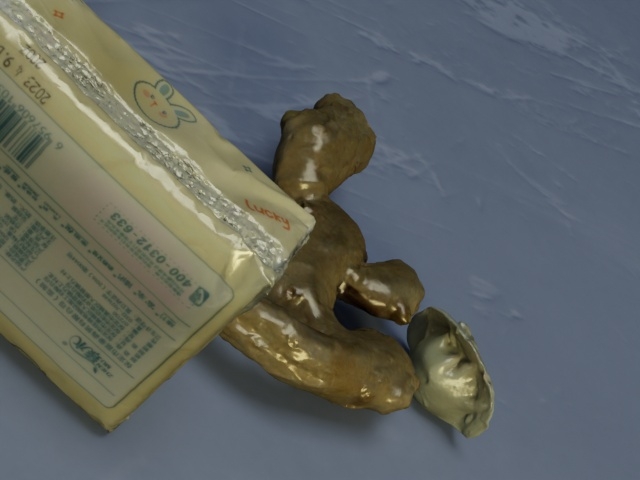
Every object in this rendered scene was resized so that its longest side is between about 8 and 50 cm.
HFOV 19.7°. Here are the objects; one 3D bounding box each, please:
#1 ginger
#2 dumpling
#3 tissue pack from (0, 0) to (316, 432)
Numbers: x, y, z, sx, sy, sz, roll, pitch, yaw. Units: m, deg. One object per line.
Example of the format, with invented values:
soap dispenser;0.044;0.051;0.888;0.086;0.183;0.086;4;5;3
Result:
ginger;0.010;0.011;1.115;0.149;0.065;0.258;43;32;-20
dumpling;0.083;0.077;1.129;0.052;0.057;0.076;30;36;-25
tissue pack;-0.121;-0.020;0.914;0.196;0.148;0.092;45;33;-5
